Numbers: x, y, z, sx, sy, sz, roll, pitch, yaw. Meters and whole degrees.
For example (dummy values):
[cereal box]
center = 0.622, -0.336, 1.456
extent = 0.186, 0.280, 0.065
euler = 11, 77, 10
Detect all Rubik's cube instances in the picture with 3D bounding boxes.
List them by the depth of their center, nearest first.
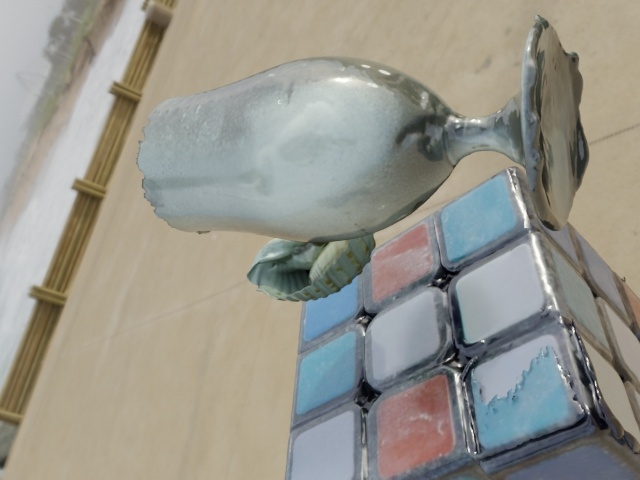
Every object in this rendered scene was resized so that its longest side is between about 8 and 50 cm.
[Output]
[Rubik's cube]
center = 0.195, 0.192, 0.834
extent = 0.359, 0.362, 0.363
euler = -36, 34, 27

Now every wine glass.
[wine glass]
center = 0.015, -0.050, 0.376
extent = 0.222, 0.103, 0.103
euler = -1, 64, 29

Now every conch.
[conch]
center = 0.006, 0.001, 0.745
extent = 0.153, 0.102, 0.135
euler = -63, 30, 2
